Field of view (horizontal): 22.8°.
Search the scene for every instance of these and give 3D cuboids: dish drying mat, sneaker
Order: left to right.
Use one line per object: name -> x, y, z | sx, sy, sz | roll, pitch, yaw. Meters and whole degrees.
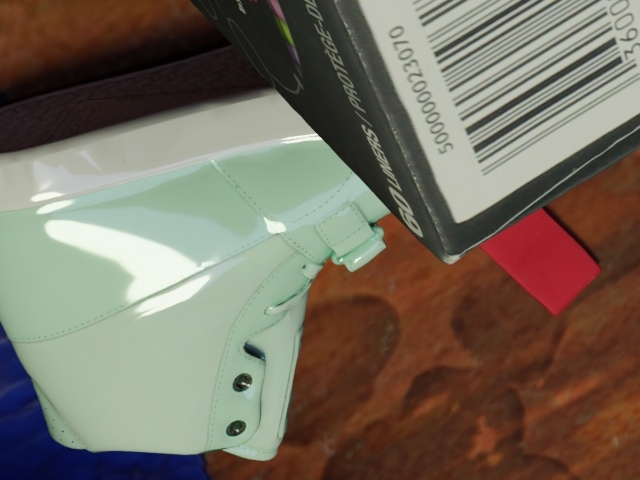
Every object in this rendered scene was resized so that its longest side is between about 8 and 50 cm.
sneaker -> -0.001, 0.000, 0.613 | 0.255, 0.094, 0.151 | -13, 115, -6
dish drying mat -> 0.093, 0.001, 0.710 | 0.032, 0.008, 0.083 | -46, 126, 5

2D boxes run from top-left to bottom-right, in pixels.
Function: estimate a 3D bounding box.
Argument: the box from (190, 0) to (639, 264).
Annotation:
box -> 0.009, -0.143, 0.434 | 0.143, 0.270, 0.165 | -30, 124, -7
